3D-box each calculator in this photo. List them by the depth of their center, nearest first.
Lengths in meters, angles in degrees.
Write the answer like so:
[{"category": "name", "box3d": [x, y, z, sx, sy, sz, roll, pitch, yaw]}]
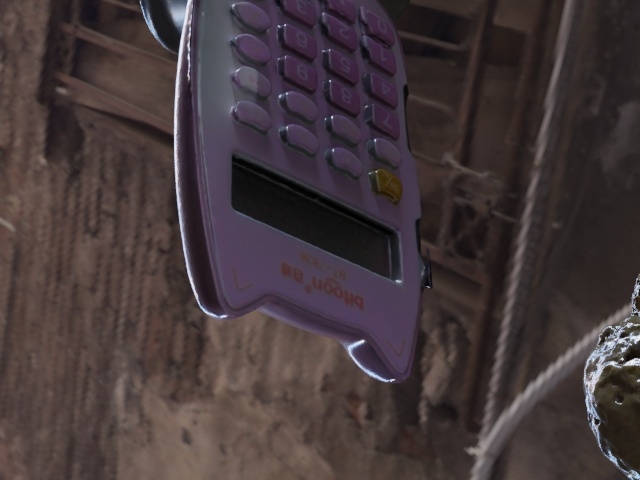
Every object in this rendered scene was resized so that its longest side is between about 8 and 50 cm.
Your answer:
[{"category": "calculator", "box3d": [-0.012, -0.065, 0.855, 0.194, 0.043, 0.294, 23, -125, -38]}]

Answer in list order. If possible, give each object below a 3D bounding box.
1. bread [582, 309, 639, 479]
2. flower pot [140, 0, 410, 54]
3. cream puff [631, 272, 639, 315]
[{"category": "bread", "box3d": [0.368, 0.162, 1.387, 0.230, 0.230, 0.123, 8, -45, -32]}, {"category": "flower pot", "box3d": [-0.010, -0.224, 1.034, 0.235, 0.148, 0.235, -52, -23, -34]}, {"category": "cream puff", "box3d": [0.404, 0.063, 1.571, 0.126, 0.103, 0.144, -20, -37, -46]}]
